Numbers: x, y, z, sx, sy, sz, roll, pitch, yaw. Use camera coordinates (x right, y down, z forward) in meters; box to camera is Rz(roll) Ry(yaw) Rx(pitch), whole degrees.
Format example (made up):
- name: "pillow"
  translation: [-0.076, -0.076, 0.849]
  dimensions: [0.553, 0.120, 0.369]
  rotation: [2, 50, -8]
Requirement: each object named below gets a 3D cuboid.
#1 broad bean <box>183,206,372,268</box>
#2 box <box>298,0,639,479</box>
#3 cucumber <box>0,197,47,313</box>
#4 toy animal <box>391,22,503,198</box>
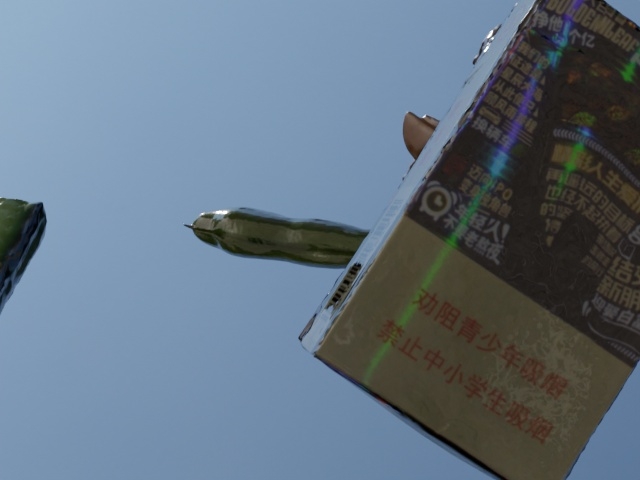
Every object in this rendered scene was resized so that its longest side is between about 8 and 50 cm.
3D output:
- name: "broad bean"
  translation: [-0.001, 0.001, 1.155]
  dimensions: [0.254, 0.065, 0.047]
  rotation: [6, -75, 13]
- name: "box"
  translation: [0.149, 0.000, 0.917]
  dimensions: [0.198, 0.084, 0.310]
  rotation: [34, -92, -7]
- name: "cucumber"
  translation: [-0.183, 0.029, 0.536]
  dimensions: [0.116, 0.115, 0.062]
  rotation: [10, -47, 7]
- name: "toy animal"
  translation: [0.132, -0.096, 1.191]
  dimensions: [0.188, 0.089, 0.179]
  rotation: [-19, -111, 35]
